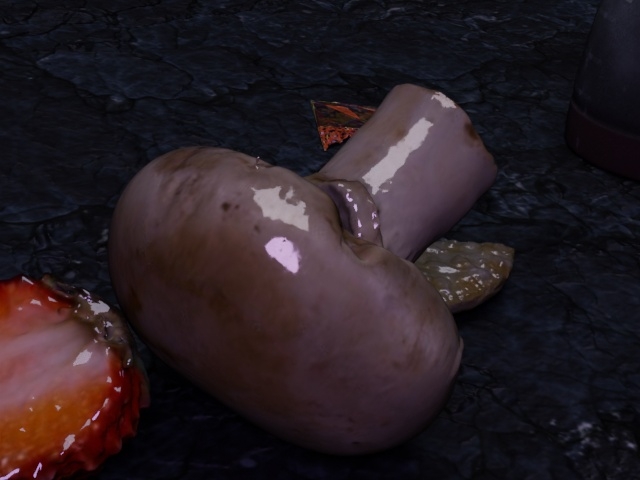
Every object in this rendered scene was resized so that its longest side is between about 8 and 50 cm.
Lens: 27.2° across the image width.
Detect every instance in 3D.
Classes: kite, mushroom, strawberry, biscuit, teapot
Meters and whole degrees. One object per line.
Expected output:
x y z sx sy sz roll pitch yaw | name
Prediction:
0.032 -0.159 1.676 0.125 0.008 0.222 25 31 34 | kite
0.000 0.000 1.005 0.292 0.292 0.290 28 76 34 | mushroom
-0.233 0.134 0.938 0.236 0.111 0.190 -26 48 -12 | strawberry
0.051 0.037 1.259 0.289 0.038 0.141 4 28 -4 | biscuit
0.446 -0.230 1.597 0.233 0.312 0.315 2 27 -8 | teapot
